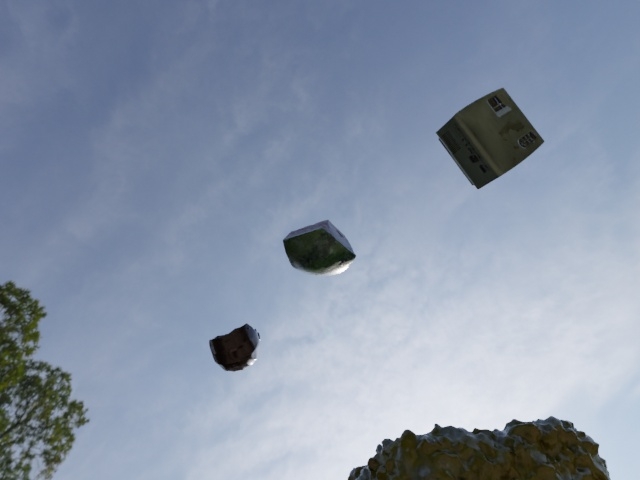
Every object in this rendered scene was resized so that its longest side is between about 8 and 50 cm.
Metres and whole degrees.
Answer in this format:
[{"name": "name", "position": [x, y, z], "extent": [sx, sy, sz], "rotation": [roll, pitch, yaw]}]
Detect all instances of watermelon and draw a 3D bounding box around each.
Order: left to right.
[{"name": "watermelon", "position": [-0.005, 0.003, 0.505], "extent": [0.085, 0.072, 0.092], "rotation": [-8, -32, -10]}]

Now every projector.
[{"name": "projector", "position": [0.260, -0.157, 0.627], "extent": [0.147, 0.061, 0.115], "rotation": [-33, -93, -32]}]

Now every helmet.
[{"name": "helmet", "position": [-0.160, 0.217, 0.787], "extent": [0.098, 0.070, 0.123], "rotation": [-22, -28, -8]}]

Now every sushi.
[{"name": "sushi", "position": [0.194, 0.420, 0.576], "extent": [0.351, 0.240, 0.396], "rotation": [4, -44, -10]}]
